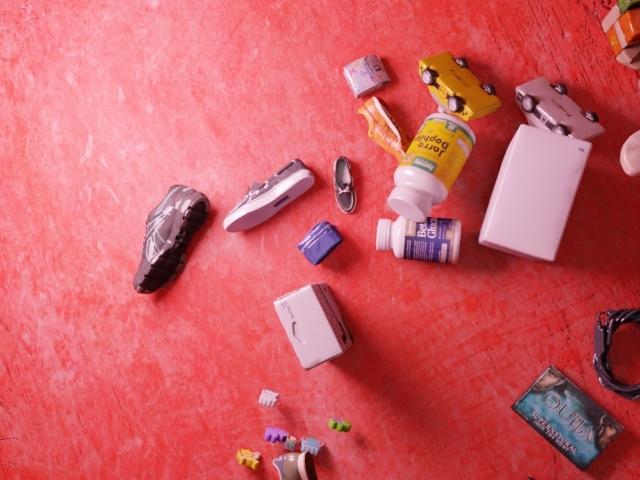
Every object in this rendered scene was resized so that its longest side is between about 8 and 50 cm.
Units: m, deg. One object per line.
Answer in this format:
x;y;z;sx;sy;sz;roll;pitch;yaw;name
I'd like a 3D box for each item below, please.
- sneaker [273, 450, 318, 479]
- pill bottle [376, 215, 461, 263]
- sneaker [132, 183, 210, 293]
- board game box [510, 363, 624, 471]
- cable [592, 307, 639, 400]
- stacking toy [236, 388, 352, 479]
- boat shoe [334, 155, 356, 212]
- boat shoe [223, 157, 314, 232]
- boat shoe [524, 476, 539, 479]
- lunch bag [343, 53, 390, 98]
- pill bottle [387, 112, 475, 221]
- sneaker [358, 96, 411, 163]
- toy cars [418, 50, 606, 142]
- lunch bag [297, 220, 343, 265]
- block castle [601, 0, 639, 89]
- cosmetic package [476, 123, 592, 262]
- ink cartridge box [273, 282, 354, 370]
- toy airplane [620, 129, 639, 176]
-0.049;0.534;1.392;0.086;0.064;0.192;-6;102;19;sneaker
0.205;-0.005;1.379;0.169;0.094;0.094;5;89;9;pill bottle
-0.348;-0.004;1.484;0.106;0.101;0.267;33;92;28;sneaker
0.505;0.363;1.353;0.186;0.026;0.126;41;95;8;board game box
0.632;0.229;1.332;0.150;0.047;0.185;-2;85;4;cable
-0.057;0.435;1.429;0.221;0.052;0.167;18;100;2;stacking toy
0.052;-0.123;1.437;0.046;0.038;0.125;-3;87;9;boat shoe
-0.124;-0.103;1.450;0.228;0.080;0.076;-34;66;10;boat shoe
0.552;0.563;1.286;0.355;0.132;0.130;14;91;8;boat shoe
0.100;-0.360;1.431;0.083;0.053;0.071;-25;86;-2;lunch bag
0.222;-0.146;1.342;0.117;0.117;0.208;28;74;9;pill bottle
0.146;-0.226;1.424;0.067;0.064;0.175;-35;78;29;sneaker
0.381;-0.275;1.361;0.393;0.087;0.176;18;54;8;toy cars
0.000;0.000;1.427;0.098;0.067;0.065;-44;83;4;lunch bag
0.704;-0.532;1.257;0.303;0.213;0.453;-19;86;8;block castle
0.407;-0.082;1.284;0.138;0.224;0.224;18;90;9;cosmetic package
-0.009;0.171;1.350;0.087;0.208;0.153;-27;84;7;ink cartridge box
0.726;-0.217;1.064;0.384;0.272;0.386;23;94;-6;toy airplane
